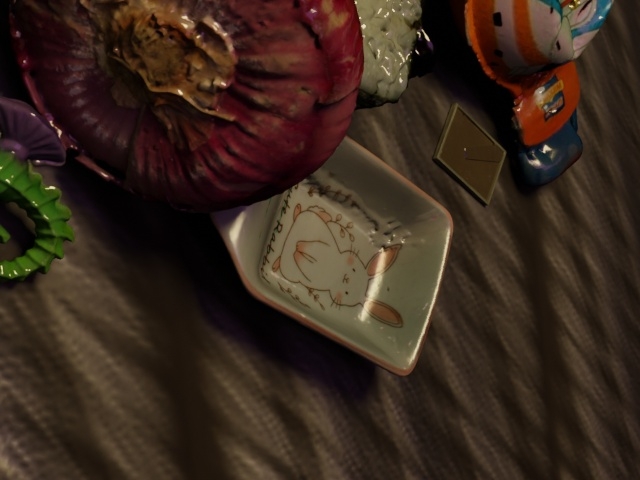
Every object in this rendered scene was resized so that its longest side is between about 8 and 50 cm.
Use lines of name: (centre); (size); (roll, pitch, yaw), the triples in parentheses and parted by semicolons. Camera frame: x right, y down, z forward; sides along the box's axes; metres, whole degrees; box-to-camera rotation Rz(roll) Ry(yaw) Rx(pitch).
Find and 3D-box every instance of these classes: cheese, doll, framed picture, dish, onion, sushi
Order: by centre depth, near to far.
doll: (-0.221, -0.050, 0.578); (0.115, 0.050, 0.190); (-46, 121, -7)
onion: (-0.078, -0.134, 0.628); (0.229, 0.230, 0.163); (67, 23, -17)
sushi: (0.021, -0.196, 0.753); (0.147, 0.115, 0.212); (21, 69, -35)
dish: (0.000, 0.000, 0.763); (0.234, 0.064, 0.154); (33, 67, -37)
cheese: (0.208, -0.209, 0.918); (0.217, 0.129, 0.329); (-38, 130, -30)
framed picture: (0.148, -0.084, 0.936); (0.089, 0.007, 0.066); (36, 65, -35)
